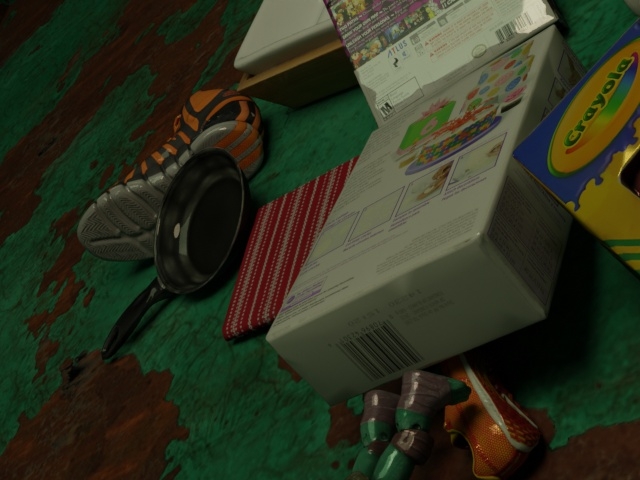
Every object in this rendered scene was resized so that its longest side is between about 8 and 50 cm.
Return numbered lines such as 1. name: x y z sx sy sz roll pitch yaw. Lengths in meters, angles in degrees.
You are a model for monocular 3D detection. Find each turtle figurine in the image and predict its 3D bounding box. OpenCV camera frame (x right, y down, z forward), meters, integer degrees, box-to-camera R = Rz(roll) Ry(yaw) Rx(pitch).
1. turtle figurine: 0.048 0.221 0.868 0.175 0.118 0.234 -17 50 49

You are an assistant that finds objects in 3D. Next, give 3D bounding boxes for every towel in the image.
1. towel: 0.000 0.000 1.308 0.274 0.031 0.199 -25 39 43

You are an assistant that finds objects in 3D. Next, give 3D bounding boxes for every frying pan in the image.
1. frying pan: -0.175 0.036 1.503 0.197 0.053 0.326 23 95 52

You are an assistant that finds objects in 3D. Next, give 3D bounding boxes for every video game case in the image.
1. video game case: 0.127 -0.261 1.273 0.232 0.041 0.210 -32 68 24

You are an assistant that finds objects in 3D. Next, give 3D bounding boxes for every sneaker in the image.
1. sneaker: -0.208 -0.099 1.663 0.321 0.125 0.180 -30 29 16
2. sneaker: 0.120 0.129 0.946 0.067 0.064 0.175 -53 23 19

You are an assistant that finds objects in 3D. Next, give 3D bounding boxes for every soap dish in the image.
1. soap dish: 0.032 -0.302 1.515 0.290 0.118 0.229 -13 47 51

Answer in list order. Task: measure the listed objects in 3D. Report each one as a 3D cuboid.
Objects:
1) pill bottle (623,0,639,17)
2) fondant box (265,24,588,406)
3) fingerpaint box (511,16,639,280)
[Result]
1. pill bottle: 0.317 -0.269 1.049 0.119 0.119 0.209 -40 30 22
2. fondant box: 0.112 -0.028 1.030 0.238 0.096 0.330 -28 24 38
3. fingerpaint box: 0.384 -0.108 0.713 0.445 0.163 0.371 -47 28 10
